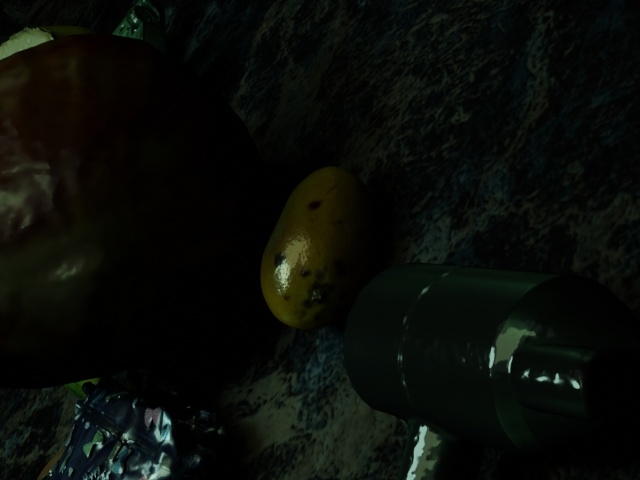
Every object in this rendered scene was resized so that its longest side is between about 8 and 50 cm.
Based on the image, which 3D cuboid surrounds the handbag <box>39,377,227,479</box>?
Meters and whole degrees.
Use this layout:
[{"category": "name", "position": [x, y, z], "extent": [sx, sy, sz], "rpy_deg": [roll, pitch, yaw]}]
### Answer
[{"category": "handbag", "position": [-0.180, 0.217, 1.132], "extent": [0.260, 0.113, 0.162], "rpy_deg": [7, 73, 62]}]

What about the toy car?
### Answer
[{"category": "toy car", "position": [-0.293, -0.245, 1.853], "extent": [0.141, 0.097, 0.320], "rpy_deg": [-43, 34, 31]}]

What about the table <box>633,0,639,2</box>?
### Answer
[{"category": "table", "position": [0.231, -0.328, 0.888], "extent": [0.193, 0.169, 0.172], "rpy_deg": [-46, 28, 25]}]

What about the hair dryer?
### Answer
[{"category": "hair dryer", "position": [0.096, 0.164, 0.712], "extent": [0.244, 0.116, 0.302], "rpy_deg": [5, 78, 63]}]

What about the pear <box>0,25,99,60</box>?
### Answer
[{"category": "pear", "position": [-0.340, -0.102, 1.644], "extent": [0.340, 0.191, 0.386], "rpy_deg": [50, 125, 26]}]

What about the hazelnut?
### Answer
[{"category": "hazelnut", "position": [-0.254, -0.015, 1.220], "extent": [0.421, 0.352, 0.421], "rpy_deg": [-7, 31, 5]}]

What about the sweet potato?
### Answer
[{"category": "sweet potato", "position": [-0.261, 0.229, 1.347], "extent": [0.214, 0.050, 0.050], "rpy_deg": [-52, 26, 9]}]

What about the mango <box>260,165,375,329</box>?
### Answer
[{"category": "mango", "position": [0.001, -0.001, 1.063], "extent": [0.115, 0.090, 0.178], "rpy_deg": [-44, 20, 45]}]

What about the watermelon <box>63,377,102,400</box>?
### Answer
[{"category": "watermelon", "position": [-0.300, 0.145, 1.489], "extent": [0.105, 0.062, 0.105], "rpy_deg": [-51, 27, 39]}]
